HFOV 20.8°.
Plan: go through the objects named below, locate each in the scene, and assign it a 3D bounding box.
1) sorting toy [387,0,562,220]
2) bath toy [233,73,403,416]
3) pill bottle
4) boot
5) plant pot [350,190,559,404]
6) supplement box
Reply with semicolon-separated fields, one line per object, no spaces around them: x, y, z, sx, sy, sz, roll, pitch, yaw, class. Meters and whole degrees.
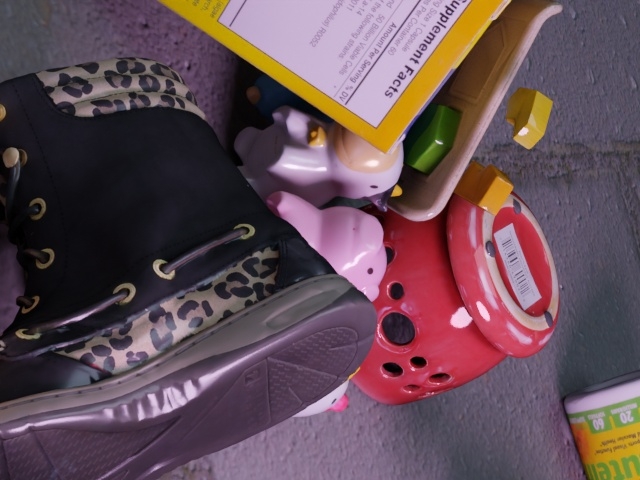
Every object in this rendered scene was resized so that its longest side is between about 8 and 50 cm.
0.123;-0.125;1.544;0.041;0.229;0.307;31;2;-20;sorting toy
0.000;0.000;1.482;0.129;0.151;0.348;36;49;-35;bath toy
0.363;0.267;1.883;0.136;0.136;0.246;-13;85;-57;pill bottle
-0.186;0.032;1.179;0.284;0.377;0.138;57;-20;32;boot
0.116;0.042;1.611;0.191;0.174;0.191;34;46;-45;plant pot
-0.016;-0.275;1.437;0.356;0.194;0.195;34;41;-5;supplement box
